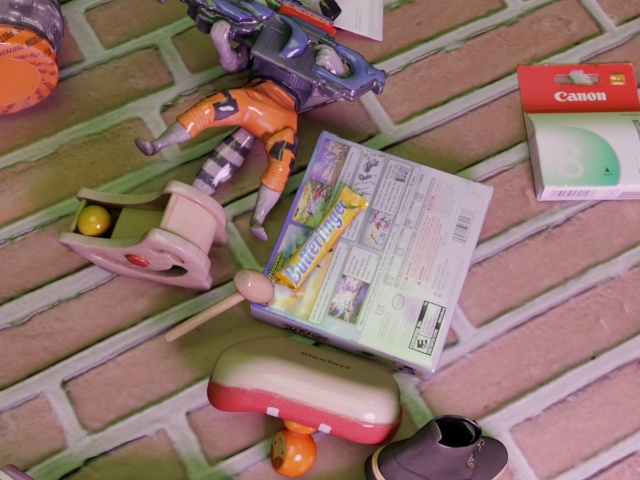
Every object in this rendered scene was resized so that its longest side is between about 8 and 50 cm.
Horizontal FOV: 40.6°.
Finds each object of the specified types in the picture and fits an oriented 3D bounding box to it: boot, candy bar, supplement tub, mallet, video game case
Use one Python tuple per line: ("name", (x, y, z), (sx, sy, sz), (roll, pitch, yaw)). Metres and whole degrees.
("boot", (0.166, 0.237, 0.973), (0.198, 0.137, 0.076), (-2, 58, -35))
("candy bar", (0.000, 0.000, 1.094), (0.040, 0.018, 0.161), (35, 71, 12))
("supplement tub", (-0.473, -0.355, 1.183), (0.207, 0.207, 0.337), (-16, 69, -8))
("mallet", (0.048, -0.370, 1.271), (0.190, 0.039, 0.062), (-35, 90, -37))
("video game case", (0.070, 0.016, 1.131), (0.244, 0.061, 0.269), (20, 69, 6))

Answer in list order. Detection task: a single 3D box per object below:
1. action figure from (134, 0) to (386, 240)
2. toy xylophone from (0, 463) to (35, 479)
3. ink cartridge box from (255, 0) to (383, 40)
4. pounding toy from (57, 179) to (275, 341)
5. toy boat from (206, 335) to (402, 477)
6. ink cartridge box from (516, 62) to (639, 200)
("action figure", (-0.111, -0.213, 1.147), (0.341, 0.178, 0.330), (33, 71, -1))
("toy xylophone", (-0.334, 0.409, 0.899), (0.236, 0.081, 0.322), (13, 76, 27))
("ink cartridge box", (-0.021, -0.435, 1.313), (0.239, 0.060, 0.275), (13, 66, -24))
("pounding toy", (-0.200, 0.024, 1.043), (0.270, 0.154, 0.154), (9, 67, 21))
("toy boat", (-0.025, 0.209, 1.027), (0.231, 0.151, 0.151), (17, 98, 5))
("ink cartridge box", (0.383, -0.165, 1.221), (0.181, 0.056, 0.224), (-2, 70, -3))
